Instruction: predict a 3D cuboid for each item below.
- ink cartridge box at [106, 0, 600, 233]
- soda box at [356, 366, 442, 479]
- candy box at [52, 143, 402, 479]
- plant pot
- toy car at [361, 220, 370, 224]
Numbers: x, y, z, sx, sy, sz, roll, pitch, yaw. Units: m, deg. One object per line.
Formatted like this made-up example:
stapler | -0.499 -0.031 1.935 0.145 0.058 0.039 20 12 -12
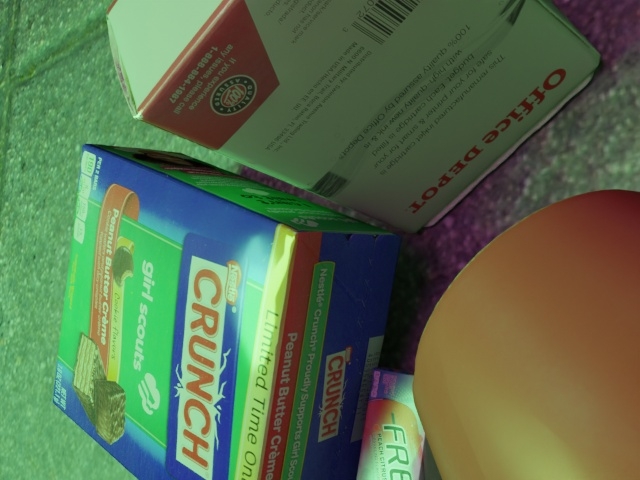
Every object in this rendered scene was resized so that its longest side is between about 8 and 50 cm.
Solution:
ink cartridge box | 0.030 -0.140 0.586 0.207 0.283 0.117 -44 49 25
soda box | 0.065 0.189 0.614 0.058 0.063 0.183 2 80 43
candy box | -0.100 0.078 0.723 0.317 0.122 0.268 21 107 43
plant pot | 0.185 0.115 0.406 0.275 0.274 0.243 -55 38 17
toy car | 0.000 0.000 0.733 0.122 0.060 0.041 2 48 36
